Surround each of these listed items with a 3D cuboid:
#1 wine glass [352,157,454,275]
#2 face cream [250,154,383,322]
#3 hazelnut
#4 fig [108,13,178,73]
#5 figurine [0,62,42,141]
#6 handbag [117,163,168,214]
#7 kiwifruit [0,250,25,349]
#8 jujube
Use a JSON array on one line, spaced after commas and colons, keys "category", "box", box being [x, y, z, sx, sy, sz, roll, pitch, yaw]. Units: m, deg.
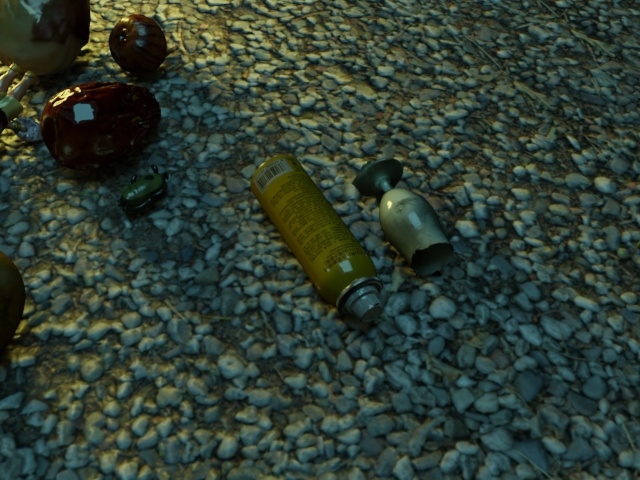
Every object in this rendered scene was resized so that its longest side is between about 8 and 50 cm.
[{"category": "wine glass", "box": [0.148, -0.045, 1.391, 0.103, 0.103, 0.222, -17, 51, -16]}, {"category": "face cream", "box": [0.000, 0.000, 1.344, 0.105, 0.105, 0.349, -22, 53, -20]}, {"category": "hazelnut", "box": [-0.606, -0.476, 1.638, 0.261, 0.241, 0.261, -14, 54, 19]}, {"category": "fig", "box": [-0.384, -0.421, 1.686, 0.128, 0.128, 0.150, 7, 23, 3]}, {"category": "figurine", "box": [-0.635, -0.236, 1.507, 0.174, 0.116, 0.240, 22, 51, 15]}, {"category": "handbag", "box": [-0.324, -0.086, 1.439, 0.072, 0.047, 0.111, 29, 52, 22]}, {"category": "kiwifruit", "box": [-0.570, 0.084, 1.188, 0.234, 0.196, 0.196, 10, 49, 11]}, {"category": "jujube", "box": [-0.408, -0.224, 1.496, 0.168, 0.168, 0.236, 36, 41, 25]}]
